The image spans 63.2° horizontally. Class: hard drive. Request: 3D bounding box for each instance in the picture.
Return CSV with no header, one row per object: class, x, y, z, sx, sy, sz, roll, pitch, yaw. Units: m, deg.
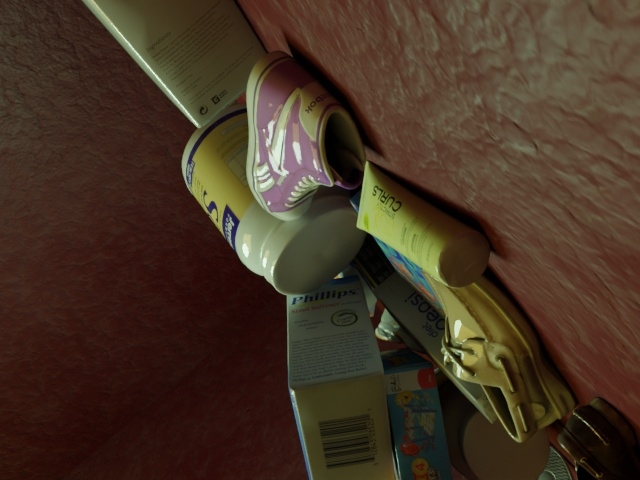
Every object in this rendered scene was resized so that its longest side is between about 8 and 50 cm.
hard drive,0.000,0.000,1.182,0.319,0.040,0.210,49,177,32

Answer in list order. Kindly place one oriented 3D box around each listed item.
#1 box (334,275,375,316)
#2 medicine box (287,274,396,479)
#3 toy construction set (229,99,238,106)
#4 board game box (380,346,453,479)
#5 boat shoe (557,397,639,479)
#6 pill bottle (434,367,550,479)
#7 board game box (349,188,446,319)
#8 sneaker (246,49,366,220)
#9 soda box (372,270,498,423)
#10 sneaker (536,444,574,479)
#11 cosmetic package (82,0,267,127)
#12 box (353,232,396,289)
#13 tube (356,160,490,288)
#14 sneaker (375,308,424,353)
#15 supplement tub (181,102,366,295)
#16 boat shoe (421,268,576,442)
box,-0.002,0.073,1.515,0.345,0.214,0.168,51,-141,-35
medicine box,0.033,0.253,0.944,0.289,0.149,0.264,-99,0,-63
toy construction set,-0.176,-0.220,1.208,0.151,0.215,0.328,18,150,44
board game box,0.171,0.372,0.978,0.302,0.086,0.309,73,-172,-82
boat shoe,0.326,0.257,0.606,0.207,0.073,0.073,50,177,-32
pill bottle,0.307,0.349,1.007,0.188,0.188,0.334,50,177,5
board game box,0.140,0.027,0.757,0.210,0.047,0.160,51,177,-43
sneaker,-0.017,-0.086,0.683,0.161,0.102,0.282,43,158,24
soda box,0.208,0.152,0.853,0.091,0.098,0.286,51,177,-40
sneaker,0.488,0.504,1.167,0.151,0.094,0.256,59,-178,-38
cosmetic package,-0.242,-0.349,0.677,0.197,0.155,0.366,47,176,41
box,0.076,0.003,1.245,0.322,0.079,0.257,51,179,-36
tube,0.096,-0.020,0.600,0.062,0.070,0.240,45,-179,-29
sneaker,0.212,0.164,1.062,0.099,0.121,0.262,14,176,-34
supplement tub,-0.090,-0.082,0.990,0.331,0.241,0.241,49,177,32
boat shoe,0.204,0.136,0.640,0.302,0.098,0.109,51,177,-22
